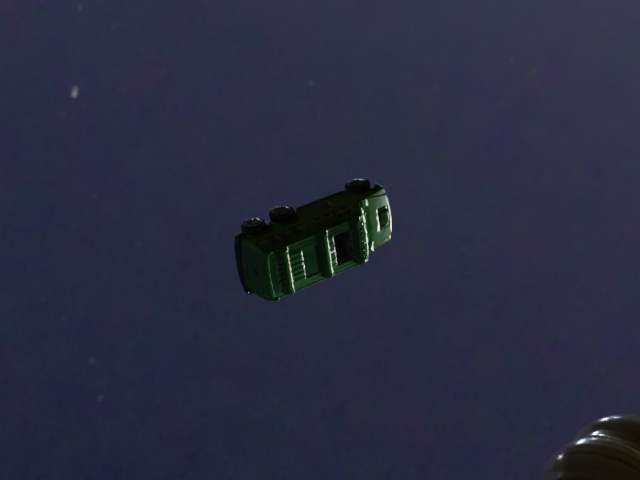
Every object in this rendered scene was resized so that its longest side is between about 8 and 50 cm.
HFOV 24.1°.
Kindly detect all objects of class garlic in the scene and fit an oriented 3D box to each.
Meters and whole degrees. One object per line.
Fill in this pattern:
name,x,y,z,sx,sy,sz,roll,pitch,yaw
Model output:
garlic,0.327,0.300,1.433,0.253,0.245,0.245,11,-151,28

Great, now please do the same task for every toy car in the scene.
toy car,0.000,0.000,1.412,0.165,0.071,0.062,-22,-148,-24
